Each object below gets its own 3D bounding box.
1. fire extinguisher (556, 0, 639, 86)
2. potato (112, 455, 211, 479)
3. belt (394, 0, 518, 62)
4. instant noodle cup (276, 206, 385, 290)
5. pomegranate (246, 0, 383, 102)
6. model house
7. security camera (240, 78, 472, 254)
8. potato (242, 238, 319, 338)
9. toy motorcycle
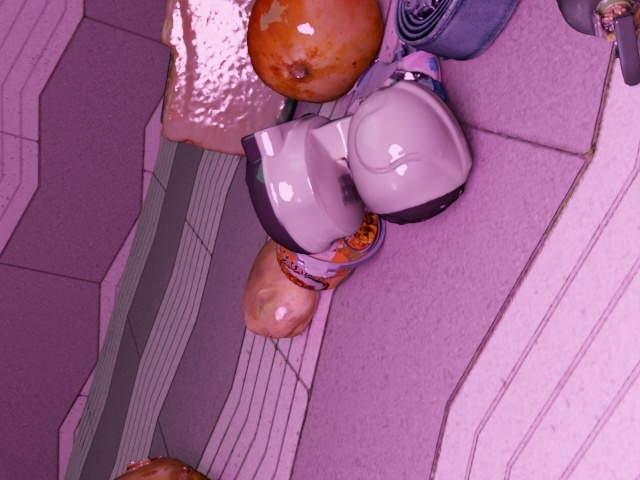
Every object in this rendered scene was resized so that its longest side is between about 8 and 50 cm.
[{"bbox_3d":[0.287,-0.305,0.809,0.114,0.095,0.311,63,-162,-50],"label":"fire extinguisher"},{"bbox_3d":[-0.285,0.568,1.490,0.246,0.196,0.300,-127,26,-45],"label":"potato"},{"bbox_3d":[0.194,-0.376,1.016,0.206,0.116,0.268,-109,38,-51],"label":"belt"},{"bbox_3d":[0.000,0.000,1.194,0.208,0.177,0.125,-54,-8,-37],"label":"instant noodle cup"},{"bbox_3d":[-0.007,-0.388,1.346,0.252,0.229,0.271,130,158,-58],"label":"pomegranate"},{"bbox_3d":[-0.207,-0.411,1.730,0.343,0.334,0.382,-114,38,-70],"label":"model house"},{"bbox_3d":[0.061,-0.099,1.008,0.277,0.197,0.191,-16,98,26],"label":"security camera"},{"bbox_3d":[-0.068,0.088,1.346,0.161,0.128,0.235,-53,24,12],"label":"potato"},{"bbox_3d":[0.108,-0.194,1.113,0.204,0.108,0.239,40,114,64],"label":"toy motorcycle"}]
